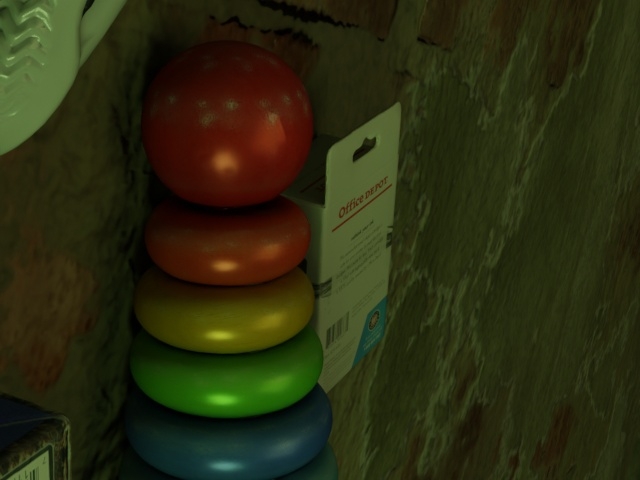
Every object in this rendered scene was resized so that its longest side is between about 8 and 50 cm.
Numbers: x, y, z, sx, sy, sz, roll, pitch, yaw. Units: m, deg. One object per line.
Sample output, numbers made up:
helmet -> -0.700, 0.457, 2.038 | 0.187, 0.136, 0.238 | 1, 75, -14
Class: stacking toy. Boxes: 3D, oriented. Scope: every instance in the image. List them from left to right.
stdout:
stacking toy -> -0.050, 0.058, 0.716 | 0.141, 0.141, 0.330 | -31, 127, -57

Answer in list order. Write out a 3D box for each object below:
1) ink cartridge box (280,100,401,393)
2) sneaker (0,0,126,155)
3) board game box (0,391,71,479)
ink cartridge box -> 0.000, 0.000, 0.860 | 0.104, 0.060, 0.180 | -38, 137, -53
sneaker -> -0.054, -0.177, 0.540 | 0.210, 0.137, 0.365 | 41, 63, -61
board game box -> -0.206, 0.210, 0.440 | 0.232, 0.141, 0.290 | -36, 135, -55
